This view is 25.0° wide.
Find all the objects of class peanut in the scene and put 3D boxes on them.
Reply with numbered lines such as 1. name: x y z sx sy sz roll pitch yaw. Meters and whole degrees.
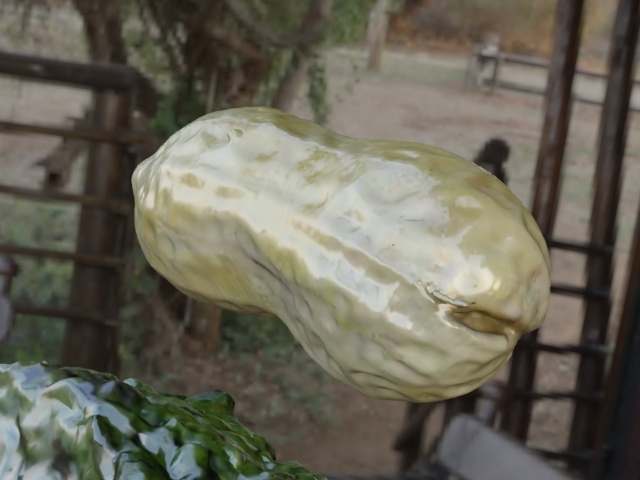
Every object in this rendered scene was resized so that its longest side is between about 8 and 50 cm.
1. peanut: 0.000 0.000 0.824 0.313 0.149 0.149 17 13 41

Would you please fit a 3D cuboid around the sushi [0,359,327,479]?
1. sushi: -0.127 0.240 0.730 0.294 0.352 0.178 9 -8 40
